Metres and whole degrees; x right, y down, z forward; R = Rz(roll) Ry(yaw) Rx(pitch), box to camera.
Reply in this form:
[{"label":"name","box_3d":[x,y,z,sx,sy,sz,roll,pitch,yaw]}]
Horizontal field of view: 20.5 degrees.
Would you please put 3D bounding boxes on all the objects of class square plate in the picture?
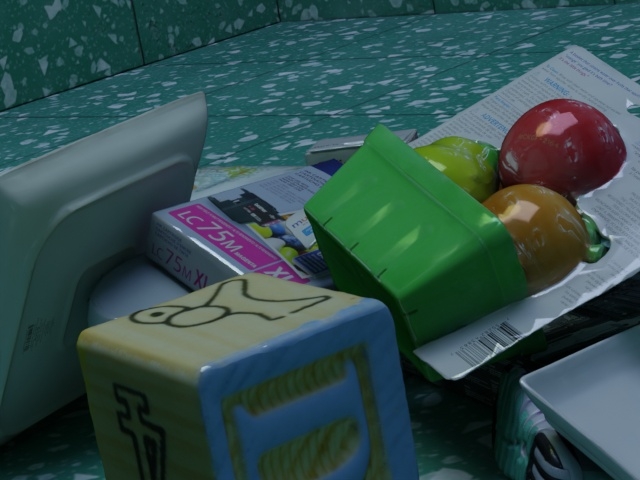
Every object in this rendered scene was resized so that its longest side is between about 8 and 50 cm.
[{"label":"square plate","box_3d":[-0.237,0.047,1.749,0.049,0.347,0.344,29,30,19]}]

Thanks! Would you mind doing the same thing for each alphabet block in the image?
[{"label":"alphabet block","box_3d":[-0.058,0.149,1.437,0.192,0.193,0.197,-17,16,-32]}]

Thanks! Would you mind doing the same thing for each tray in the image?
[{"label":"tray","box_3d":[0.271,0.138,1.429,0.145,0.030,0.270,39,29,23]}]

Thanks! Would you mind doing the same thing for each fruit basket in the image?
[{"label":"fruit basket","box_3d":[0.184,-0.028,1.601,0.353,0.165,0.327,-27,36,-16]}]

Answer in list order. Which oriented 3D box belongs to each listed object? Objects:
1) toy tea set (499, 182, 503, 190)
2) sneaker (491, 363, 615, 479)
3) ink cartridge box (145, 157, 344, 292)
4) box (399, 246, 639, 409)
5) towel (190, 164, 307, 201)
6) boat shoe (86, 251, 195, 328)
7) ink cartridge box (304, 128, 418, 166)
[{"label":"toy tea set","box_3d":[0.294,-0.016,1.758,0.336,0.124,0.200,-2,-13,38]},{"label":"sneaker","box_3d":[0.205,0.171,1.458,0.098,0.083,0.223,8,18,-9]},{"label":"ink cartridge box","box_3d":[0.000,0.000,1.781,0.186,0.065,0.311,34,34,33]},{"label":"box","box_3d":[0.243,0.088,1.699,0.242,0.076,0.307,-16,16,-23]},{"label":"towel","box_3d":[-0.156,-0.030,2.393,0.374,0.090,0.320,-22,20,-40]},{"label":"boat shoe","box_3d":[-0.100,0.083,1.820,0.136,0.156,0.367,27,30,29]},{"label":"ink cartridge box","box_3d":[0.063,-0.037,2.098,0.127,0.175,0.072,-5,15,15]}]
